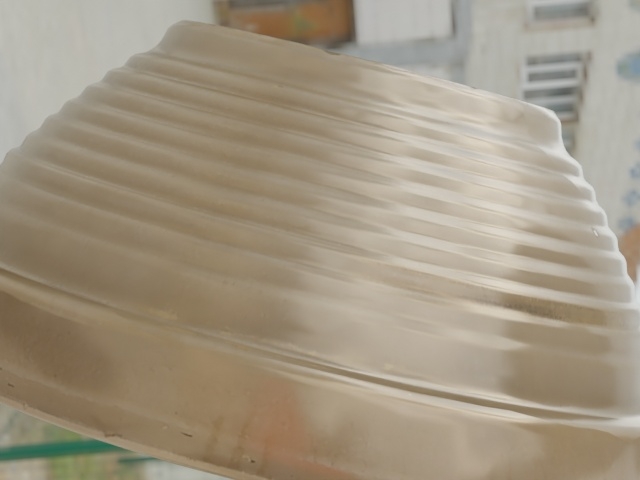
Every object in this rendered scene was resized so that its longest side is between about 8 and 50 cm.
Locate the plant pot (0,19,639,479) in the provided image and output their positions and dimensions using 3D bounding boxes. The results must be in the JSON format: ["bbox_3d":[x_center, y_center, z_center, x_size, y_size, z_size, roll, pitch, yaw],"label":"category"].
[{"bbox_3d":[0.000,0.000,0.532,0.237,0.237,0.110,-76,179,-87],"label":"plant pot"}]
